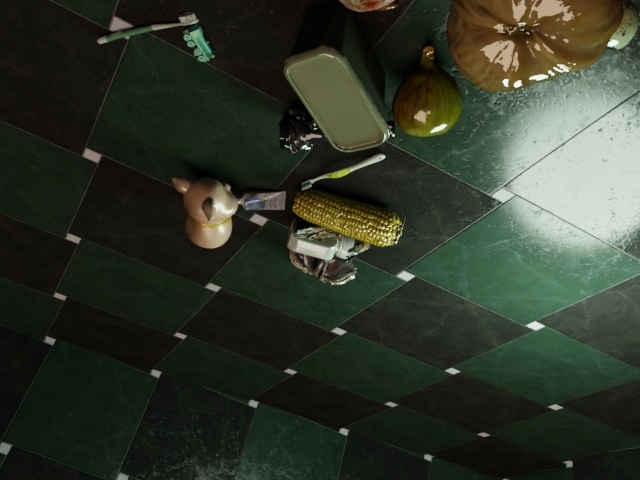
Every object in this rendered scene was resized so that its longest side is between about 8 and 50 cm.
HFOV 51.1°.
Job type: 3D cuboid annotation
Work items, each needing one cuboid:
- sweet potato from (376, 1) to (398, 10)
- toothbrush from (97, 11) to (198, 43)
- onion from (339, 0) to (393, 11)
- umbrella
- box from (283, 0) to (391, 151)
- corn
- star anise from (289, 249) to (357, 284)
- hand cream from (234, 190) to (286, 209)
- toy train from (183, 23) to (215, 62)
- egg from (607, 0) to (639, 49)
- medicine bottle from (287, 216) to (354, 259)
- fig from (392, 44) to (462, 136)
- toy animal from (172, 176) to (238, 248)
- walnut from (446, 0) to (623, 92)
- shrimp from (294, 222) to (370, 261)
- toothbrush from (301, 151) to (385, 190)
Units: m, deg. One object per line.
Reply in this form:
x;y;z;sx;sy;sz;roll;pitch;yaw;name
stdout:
0.103;-0.458;1.283;0.095;0.034;0.034;9;147;0;sweet potato
-0.376;-0.455;1.441;0.257;0.018;0.024;-5;140;23;toothbrush
0.103;-0.481;1.142;0.194;0.160;0.159;-9;142;28;onion
0.036;-0.254;1.539;0.272;0.110;0.122;2;137;14;umbrella
0.050;-0.330;1.357;0.138;0.178;0.274;-8;142;27;box
0.075;-0.065;1.813;0.305;0.106;0.106;18;146;-5;corn
0.003;0.069;2.013;0.236;0.093;0.229;27;171;-8;star anise
-0.168;-0.111;1.872;0.142;0.053;0.084;2;146;-5;hand cream
-0.261;-0.425;1.446;0.045;0.029;0.092;-18;143;13;toy train
0.529;-0.391;1.213;0.085;0.085;0.110;-3;154;20;egg
0.000;0.000;1.912;0.183;0.119;0.069;17;122;-8;medicine bottle
0.214;-0.310;1.398;0.142;0.148;0.187;2;109;38;fig
-0.311;-0.076;1.859;0.165;0.149;0.248;29;150;19;toy animal
0.351;-0.391;1.100;0.285;0.285;0.296;18;138;-11;walnut
0.036;-0.002;1.841;0.219;0.152;0.046;-3;133;-27;shrimp
0.055;-0.180;1.723;0.262;0.026;0.022;-19;136;33;toothbrush
